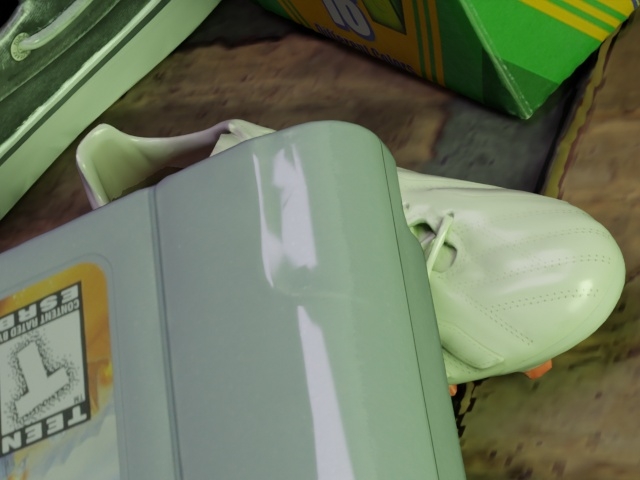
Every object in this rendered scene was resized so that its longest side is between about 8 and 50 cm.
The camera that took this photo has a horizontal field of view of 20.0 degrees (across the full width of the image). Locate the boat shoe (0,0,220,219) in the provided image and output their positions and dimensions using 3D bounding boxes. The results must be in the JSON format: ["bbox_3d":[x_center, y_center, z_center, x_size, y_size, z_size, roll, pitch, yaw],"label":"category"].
[{"bbox_3d":[-0.124,-0.112,0.734,0.108,0.102,0.301,33,74,32],"label":"boat shoe"}]

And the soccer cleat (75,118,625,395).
[{"bbox_3d":[0.000,0.000,0.563,0.196,0.076,0.068,6,55,40],"label":"soccer cleat"}]

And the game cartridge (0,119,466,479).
[{"bbox_3d":[-0.097,0.105,0.508,0.297,0.062,0.198,-24,51,22],"label":"game cartridge"}]

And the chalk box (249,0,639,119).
[{"bbox_3d":[0.016,-0.217,0.602,0.179,0.289,0.180,-45,39,-11],"label":"chalk box"}]
